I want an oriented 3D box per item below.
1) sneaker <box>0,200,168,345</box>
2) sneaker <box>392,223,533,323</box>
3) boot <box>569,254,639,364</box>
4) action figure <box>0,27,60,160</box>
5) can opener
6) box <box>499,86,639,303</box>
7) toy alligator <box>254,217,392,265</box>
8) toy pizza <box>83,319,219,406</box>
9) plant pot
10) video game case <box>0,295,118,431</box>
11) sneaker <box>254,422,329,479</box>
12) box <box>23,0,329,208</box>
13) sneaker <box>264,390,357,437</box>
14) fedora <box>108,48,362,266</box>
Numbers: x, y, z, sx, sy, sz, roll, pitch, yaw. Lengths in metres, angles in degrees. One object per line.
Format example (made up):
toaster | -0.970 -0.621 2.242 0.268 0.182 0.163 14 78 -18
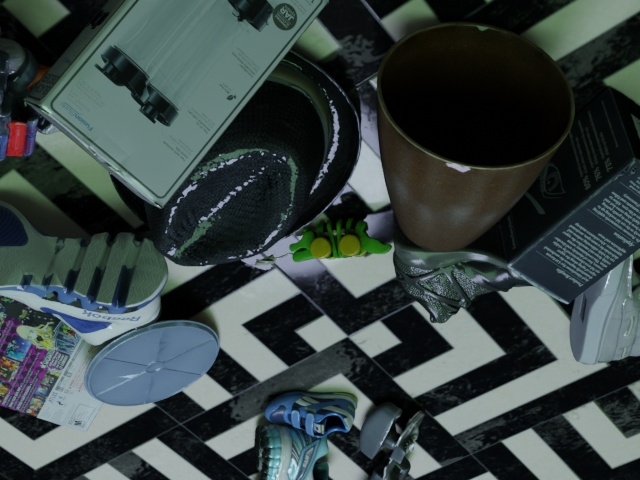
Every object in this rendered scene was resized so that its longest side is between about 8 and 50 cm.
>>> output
sneaker | -0.345 0.062 1.374 0.315 0.127 0.182 13 150 8
sneaker | 0.209 0.047 1.384 0.227 0.087 0.130 3 132 4
boot | 0.416 0.069 1.401 0.123 0.095 0.258 -5 138 -2
action figure | -0.411 -0.206 1.140 0.330 0.179 0.341 20 152 -21
can opener | 0.091 0.363 1.675 0.095 0.076 0.283 34 131 16
box | 0.321 -0.052 1.252 0.108 0.153 0.207 30 126 -22
toy alligator | 0.000 0.000 1.377 0.189 0.056 0.051 -6 86 16
toy pizza | -0.244 0.171 1.500 0.201 0.032 0.201 -18 145 -13
plant pot | 0.158 -0.095 1.209 0.215 0.215 0.230 5 145 -2
video game case | -0.401 0.175 1.535 0.210 0.042 0.232 22 127 -17
sneaker | -0.043 0.411 1.675 0.122 0.110 0.283 -3 128 -13
box | -0.149 -0.199 1.084 0.169 0.087 0.290 41 82 -29
sneaker | -0.016 0.267 1.590 0.144 0.059 0.053 -4 132 6
fedora | -0.112 -0.076 1.246 0.334 0.152 0.334 1 129 1
